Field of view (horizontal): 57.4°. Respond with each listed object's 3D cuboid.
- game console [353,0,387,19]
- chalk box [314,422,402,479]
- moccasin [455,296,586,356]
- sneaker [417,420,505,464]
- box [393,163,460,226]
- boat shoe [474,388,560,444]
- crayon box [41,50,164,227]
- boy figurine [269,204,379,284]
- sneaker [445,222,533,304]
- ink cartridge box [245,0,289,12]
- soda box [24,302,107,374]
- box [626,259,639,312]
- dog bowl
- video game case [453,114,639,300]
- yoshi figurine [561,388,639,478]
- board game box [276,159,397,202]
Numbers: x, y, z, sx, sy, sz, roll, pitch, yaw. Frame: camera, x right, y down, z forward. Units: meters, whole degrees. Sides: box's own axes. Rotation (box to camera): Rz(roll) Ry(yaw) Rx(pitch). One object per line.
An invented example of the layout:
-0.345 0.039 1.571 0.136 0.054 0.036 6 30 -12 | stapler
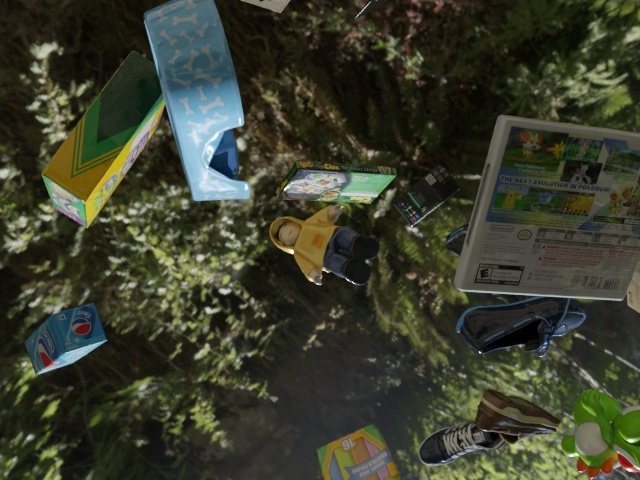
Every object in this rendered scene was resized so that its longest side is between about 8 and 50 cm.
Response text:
0.112 -0.493 1.113 0.071 0.107 0.122 15 -136 39 | game console
0.092 0.464 1.041 0.132 0.132 0.213 -24 -146 -3 | chalk box
0.490 0.220 1.397 0.341 0.138 0.117 -9 -140 -14 | moccasin
0.421 0.590 1.723 0.282 0.153 0.099 -19 -109 3 | sneaker
0.170 -0.072 0.943 0.062 0.052 0.083 -36 175 -40 | box
0.430 0.402 1.301 0.095 0.257 0.095 -64 -149 3 | boat shoe
-0.470 -0.204 1.298 0.313 0.106 0.363 -62 -165 -16 | crayon box
0.000 0.000 1.267 0.285 0.092 0.177 22 -87 46 | boy figurine
0.471 0.081 1.601 0.139 0.341 0.125 -23 -156 31 | sneaker
-0.037 -0.446 0.975 0.179 0.045 0.145 -52 -133 -1 | ink cartridge box
-0.436 0.171 0.993 0.071 0.067 0.210 -16 170 -41 | soda box
0.812 0.131 1.257 0.147 0.121 0.311 -11 -163 0 | box
-0.146 -0.158 0.707 0.074 0.297 0.166 -16 -116 -12 | dog bowl
0.413 -0.043 0.986 0.036 0.328 0.300 -112 -151 -64 | video game case
0.669 0.393 1.288 0.203 0.204 0.362 -25 166 -28 | yoshi figurine
0.038 -0.136 1.384 0.136 0.259 0.030 -50 -133 51 | board game box
